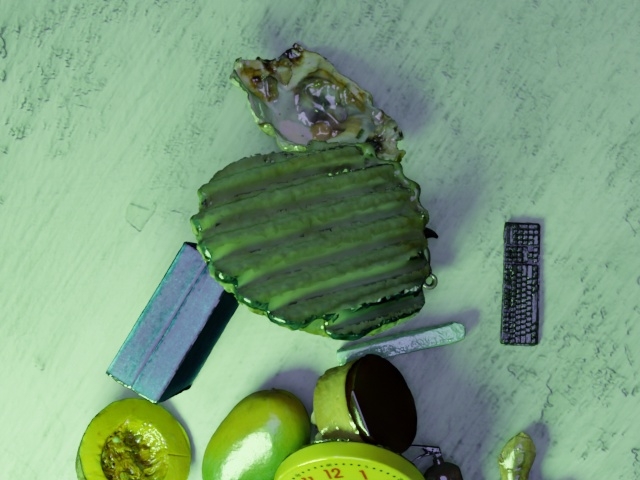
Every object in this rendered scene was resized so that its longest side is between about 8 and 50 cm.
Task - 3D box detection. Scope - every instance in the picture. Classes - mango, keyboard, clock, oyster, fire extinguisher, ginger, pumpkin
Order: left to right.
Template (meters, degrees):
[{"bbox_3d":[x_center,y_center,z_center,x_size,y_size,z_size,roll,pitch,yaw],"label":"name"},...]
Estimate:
[{"bbox_3d":[-0.361,0.408,1.846,0.110,0.217,0.217,-28,85,44],"label":"pumpkin"},{"bbox_3d":[-0.124,0.382,1.841,0.156,0.114,0.251,43,104,-5],"label":"mango"},{"bbox_3d":[-0.008,-0.226,1.863,0.354,0.107,0.201,38,59,11],"label":"oyster"},{"bbox_3d":[0.053,0.464,1.741,0.277,0.071,0.293,-17,124,21],"label":"clock"},{"bbox_3d":[0.230,0.496,1.824,0.089,0.072,0.268,-15,87,0],"label":"fire extinguisher"},{"bbox_3d":[0.373,0.081,1.854,0.072,0.023,0.231,2,88,2],"label":"keyboard"},{"bbox_3d":[0.387,0.459,1.824,0.133,0.059,0.214,3,87,12],"label":"ginger"}]

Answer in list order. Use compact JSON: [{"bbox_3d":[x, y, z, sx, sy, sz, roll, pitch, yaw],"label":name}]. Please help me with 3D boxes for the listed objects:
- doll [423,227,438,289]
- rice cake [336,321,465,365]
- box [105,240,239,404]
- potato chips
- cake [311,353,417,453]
[{"bbox_3d":[0.095,0.028,1.830,0.257,0.117,0.182,23,83,7],"label":"doll"},{"bbox_3d":[0.151,0.193,1.855,0.245,0.045,0.042,-13,86,4],"label":"rice cake"},{"bbox_3d":[-0.236,0.140,1.770,0.116,0.279,0.261,30,90,6],"label":"box"},{"bbox_3d":[0.000,0.000,1.684,0.429,0.070,0.358,-14,76,-26],"label":"potato chips"},{"bbox_3d":[0.054,0.313,1.796,0.178,0.207,0.185,-23,52,31],"label":"cake"}]
